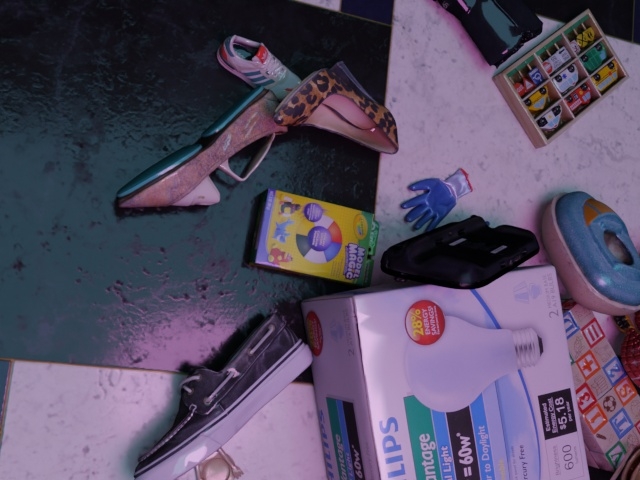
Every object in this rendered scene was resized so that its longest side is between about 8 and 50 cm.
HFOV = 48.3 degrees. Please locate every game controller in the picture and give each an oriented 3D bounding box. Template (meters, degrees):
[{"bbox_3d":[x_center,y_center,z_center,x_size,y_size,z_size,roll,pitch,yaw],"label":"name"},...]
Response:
[{"bbox_3d":[0.231,0.020,1.141,0.319,0.166,0.067,-19,124,-53],"label":"game controller"}]

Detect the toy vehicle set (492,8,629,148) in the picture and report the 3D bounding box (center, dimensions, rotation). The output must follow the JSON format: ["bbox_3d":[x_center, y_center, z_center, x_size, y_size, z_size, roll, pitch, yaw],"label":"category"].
[{"bbox_3d":[0.481,-0.323,1.419,0.266,0.035,0.166,-38,97,-19],"label":"toy vehicle set"}]

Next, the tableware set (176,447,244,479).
[{"bbox_3d":[-0.189,0.415,1.108,0.168,0.020,0.141,-22,92,-20],"label":"tableware set"}]

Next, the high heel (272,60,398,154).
[{"bbox_3d":[0.036,-0.188,1.170,0.186,0.093,0.261,51,39,-4],"label":"high heel"}]

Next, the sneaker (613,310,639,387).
[{"bbox_3d":[0.620,0.202,1.342,0.093,0.088,0.225,48,34,-21],"label":"sneaker"}]

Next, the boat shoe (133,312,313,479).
[{"bbox_3d":[-0.164,0.241,1.097,0.335,0.121,0.119,-39,90,-30],"label":"boat shoe"}]

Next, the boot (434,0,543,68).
[{"bbox_3d":[0.347,-0.472,1.353,0.207,0.094,0.246,45,79,-6],"label":"boot"}]

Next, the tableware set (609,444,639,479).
[{"bbox_3d":[0.559,0.465,1.302,0.128,0.039,0.194,23,98,-45],"label":"tableware set"}]

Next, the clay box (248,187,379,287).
[{"bbox_3d":[0.000,0.000,1.202,0.221,0.053,0.128,12,81,-18],"label":"clay box"}]

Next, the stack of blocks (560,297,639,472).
[{"bbox_3d":[0.475,0.277,1.326,0.171,0.087,0.297,-34,96,-20],"label":"stack of blocks"}]

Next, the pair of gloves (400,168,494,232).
[{"bbox_3d":[0.240,-0.029,1.308,0.159,0.023,0.198,-29,94,-20],"label":"pair of gloves"}]

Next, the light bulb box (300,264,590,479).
[{"bbox_3d":[0.193,0.238,1.155,0.360,0.225,0.358,-8,86,-21],"label":"light bulb box"}]

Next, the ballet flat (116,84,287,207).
[{"bbox_3d":[-0.170,-0.122,1.131,0.316,0.107,0.106,-41,112,-18],"label":"ballet flat"}]

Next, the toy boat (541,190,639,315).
[{"bbox_3d":[0.559,0.016,1.326,0.318,0.148,0.268,11,47,-30],"label":"toy boat"}]

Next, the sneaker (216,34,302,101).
[{"bbox_3d":[-0.094,-0.287,1.186,0.161,0.075,0.057,29,76,-14],"label":"sneaker"}]
